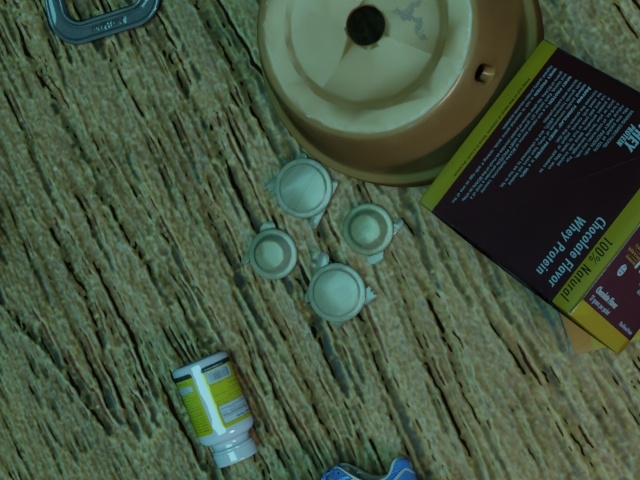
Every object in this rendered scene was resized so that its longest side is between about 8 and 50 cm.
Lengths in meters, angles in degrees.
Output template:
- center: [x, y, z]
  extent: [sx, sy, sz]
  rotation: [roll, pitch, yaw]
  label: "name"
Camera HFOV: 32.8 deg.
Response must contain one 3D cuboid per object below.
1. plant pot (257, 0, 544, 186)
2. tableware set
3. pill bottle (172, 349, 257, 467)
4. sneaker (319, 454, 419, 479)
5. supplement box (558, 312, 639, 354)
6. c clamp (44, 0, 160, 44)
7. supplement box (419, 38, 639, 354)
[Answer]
- center: [0.061, -0.195, 1.042]
  extent: [0.290, 0.203, 0.291]
  rotation: [1, 94, 15]
  label: "plant pot"
- center: [0.000, 0.000, 1.165]
  extent: [0.168, 0.020, 0.141]
  rotation: [33, 99, 11]
  label: "tableware set"
- center: [-0.111, 0.183, 1.181]
  extent: [0.065, 0.065, 0.116]
  rotation: [-22, 88, 14]
  label: "pill bottle"
- center: [0.009, 0.281, 1.158]
  extent: [0.211, 0.080, 0.081]
  rotation: [-10, 85, 5]
  label: "sneaker"
- center: [0.343, 0.042, 1.026]
  extent: [0.233, 0.080, 0.078]
  rotation: [-17, 88, 30]
  label: "supplement box"
- center: [-0.256, -0.291, 1.208]
  extent: [0.160, 0.022, 0.137]
  rotation: [-7, 92, 15]
  label: "c clamp"
- center: [0.237, -0.040, 0.989]
  extent: [0.191, 0.129, 0.194]
  rotation: [-53, 51, 4]
  label: "supplement box"
